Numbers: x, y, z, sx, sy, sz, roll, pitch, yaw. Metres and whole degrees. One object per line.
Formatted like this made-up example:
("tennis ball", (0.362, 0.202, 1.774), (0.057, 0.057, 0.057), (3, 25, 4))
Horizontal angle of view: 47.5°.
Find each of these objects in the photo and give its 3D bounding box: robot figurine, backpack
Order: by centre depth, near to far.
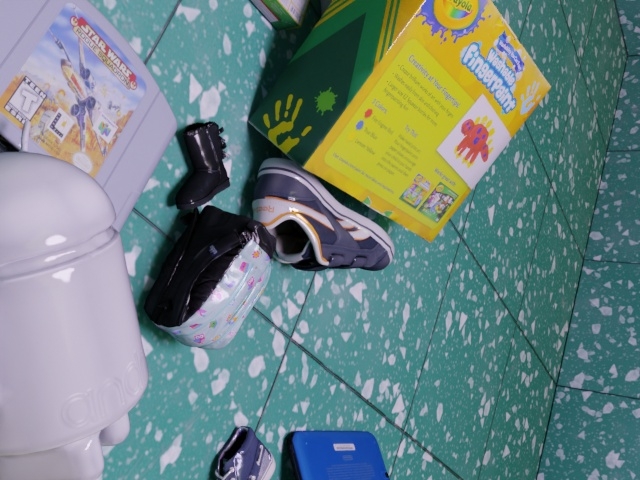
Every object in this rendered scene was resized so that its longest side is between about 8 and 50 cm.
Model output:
("robot figurine", (-0.288, 0.066, 0.721), (0.300, 0.199, 0.354), (-79, 162, -73))
("backpack", (-0.147, 0.054, 0.977), (0.115, 0.152, 0.182), (41, 72, -38))

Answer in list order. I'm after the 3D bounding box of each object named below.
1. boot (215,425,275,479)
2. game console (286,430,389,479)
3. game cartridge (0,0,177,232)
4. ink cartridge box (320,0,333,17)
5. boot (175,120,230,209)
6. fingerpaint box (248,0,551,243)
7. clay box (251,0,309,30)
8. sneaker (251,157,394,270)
("boot", (-0.139, 0.375, 1.090), (0.086, 0.069, 0.190), (61, 38, -28))
("game console", (0.002, 0.496, 1.329), (0.293, 0.173, 0.250), (22, 44, -54))
("game cartridge", (-0.289, -0.166, 0.828), (0.297, 0.062, 0.198), (49, 58, -45))
("ink cartridge box", (0.098, -0.504, 1.287), (0.211, 0.121, 0.289), (-15, 106, -53))
("boot", (-0.170, -0.107, 1.010), (0.121, 0.045, 0.099), (-44, 130, -53))
("fingerpaint box", (0.154, -0.236, 1.227), (0.371, 0.163, 0.444), (-54, 144, 10))
("clay box", (-0.053, -0.460, 1.137), (0.127, 0.053, 0.222), (38, 61, -50))
("sneaker", (0.000, 0.000, 1.197), (0.321, 0.126, 0.128), (35, 60, -39))
